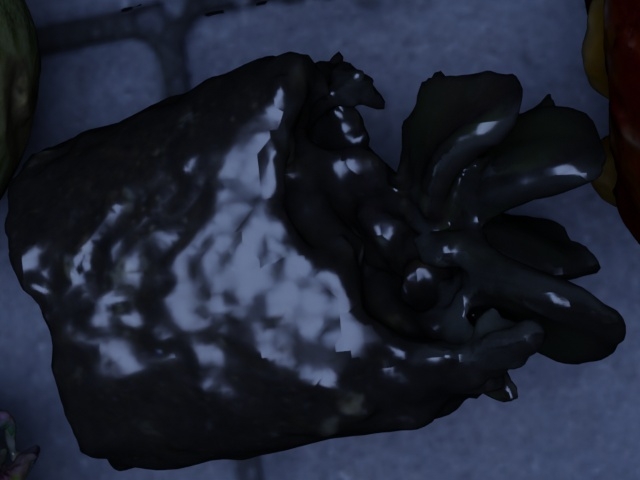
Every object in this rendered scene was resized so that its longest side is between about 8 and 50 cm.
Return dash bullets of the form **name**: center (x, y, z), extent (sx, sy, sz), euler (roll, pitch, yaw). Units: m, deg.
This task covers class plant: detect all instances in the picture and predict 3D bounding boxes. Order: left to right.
- **plant**: center (0.000, 0.000, 0.780), extent (0.276, 0.199, 0.188), euler (-13, 90, 6)

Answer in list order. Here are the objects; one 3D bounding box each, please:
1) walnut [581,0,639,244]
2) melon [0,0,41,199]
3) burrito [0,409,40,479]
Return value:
- **walnut**: center (0.252, -0.096, 0.747), extent (0.269, 0.222, 0.244), euler (-14, 133, 5)
- **melon**: center (-0.298, -0.089, 0.772), extent (0.329, 0.248, 0.248), euler (13, 94, 4)
- **burrito**: center (-0.240, 0.129, 0.820), extent (0.229, 0.089, 0.144), euler (10, 96, 32)
